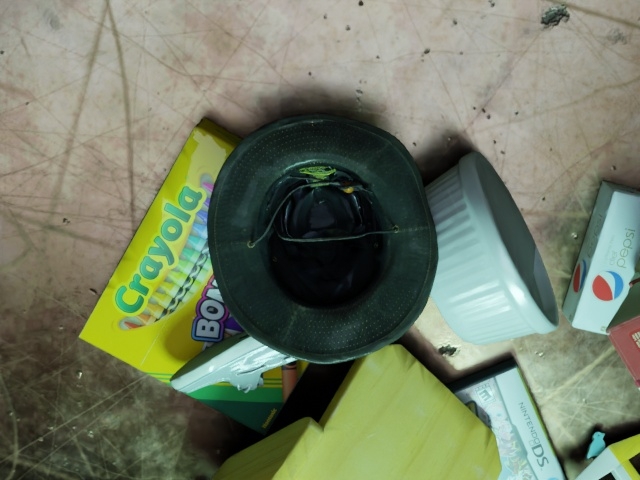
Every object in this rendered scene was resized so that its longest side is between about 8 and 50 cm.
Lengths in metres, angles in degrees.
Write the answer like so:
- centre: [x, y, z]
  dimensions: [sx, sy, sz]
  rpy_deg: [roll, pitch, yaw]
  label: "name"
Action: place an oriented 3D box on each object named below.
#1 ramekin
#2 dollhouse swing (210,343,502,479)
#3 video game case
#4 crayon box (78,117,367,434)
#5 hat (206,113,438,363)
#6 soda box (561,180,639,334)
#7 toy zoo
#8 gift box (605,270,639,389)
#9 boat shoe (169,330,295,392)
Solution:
- centre: [0.222, 0.023, 1.637]
  dimensions: [0.127, 0.273, 0.273]
  rpy_deg: [-26, 105, 17]
  label: "ramekin"
- centre: [0.046, 0.379, 1.740]
  dimensions: [0.347, 0.305, 0.315]
  rpy_deg: [43, 131, -15]
  label: "dollhouse swing"
- centre: [0.226, 0.347, 1.836]
  dimensions: [0.275, 0.035, 0.248]
  rpy_deg: [-23, 105, 5]
  label: "video game case"
- centre: [-0.128, 0.055, 1.711]
  dimensions: [0.313, 0.106, 0.363]
  rpy_deg: [29, 103, -8]
  label: "crayon box"
- centre: [0.000, 0.000, 1.578]
  dimensions: [0.331, 0.134, 0.331]
  rpy_deg: [0, 85, -2]
  label: "hat"
- centre: [0.427, 0.027, 1.731]
  dimensions: [0.069, 0.074, 0.216]
  rpy_deg: [12, 105, -5]
  label: "soda box"
- centre: [0.510, 0.419, 1.789]
  dimensions: [0.192, 0.030, 0.293]
  rpy_deg: [-30, 72, -8]
  label: "toy zoo"
- centre: [0.576, 0.125, 1.562]
  dimensions: [0.276, 0.258, 0.255]
  rpy_deg: [-24, 97, 31]
  label: "gift box"
- centre: [-0.101, 0.174, 1.649]
  dimensions: [0.228, 0.079, 0.081]
  rpy_deg: [-26, 100, 4]
  label: "boat shoe"
